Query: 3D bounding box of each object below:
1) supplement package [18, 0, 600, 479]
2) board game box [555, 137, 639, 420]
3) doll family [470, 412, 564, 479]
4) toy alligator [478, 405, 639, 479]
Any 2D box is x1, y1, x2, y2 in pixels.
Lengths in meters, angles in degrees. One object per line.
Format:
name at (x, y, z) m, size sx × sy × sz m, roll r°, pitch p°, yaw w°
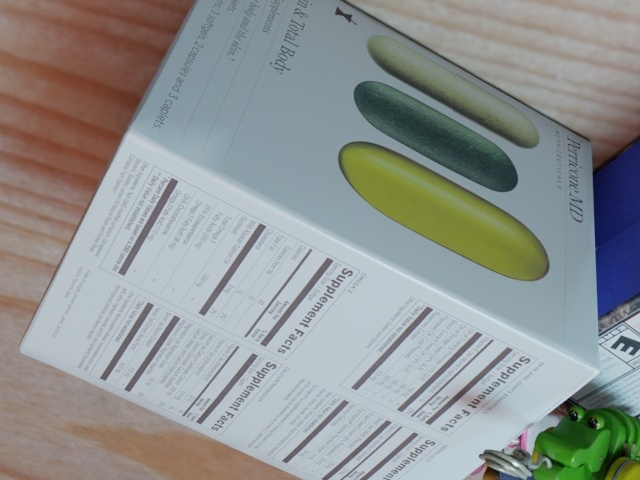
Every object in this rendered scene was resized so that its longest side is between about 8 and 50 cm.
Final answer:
supplement package at (0.000, 0.000, 0.593) m, size 0.262 × 0.199 × 0.198 m, roll 27°, pitch 133°, yaw -12°
board game box at (0.304, 0.055, 0.605) m, size 0.291 × 0.141 × 0.232 m, roll 34°, pitch 132°, yaw -17°
doll family at (0.221, 0.218, 0.823) m, size 0.163 × 0.118 × 0.263 m, roll 1°, pitch 115°, yaw 23°
toy alligator at (0.148, 0.114, 0.539) m, size 0.056 × 0.051 × 0.189 m, roll 19°, pitch 174°, yaw 42°
